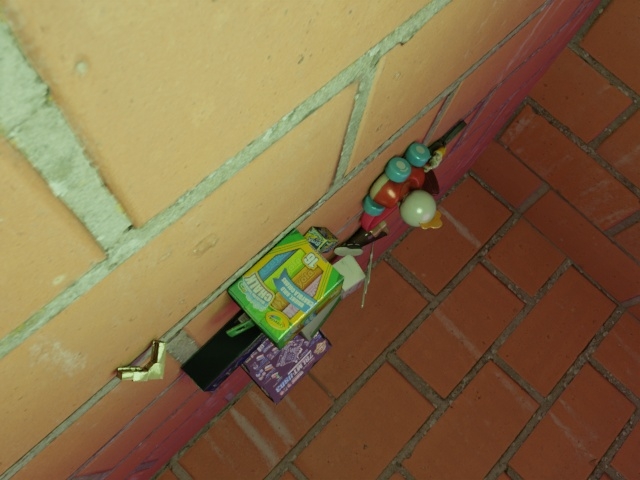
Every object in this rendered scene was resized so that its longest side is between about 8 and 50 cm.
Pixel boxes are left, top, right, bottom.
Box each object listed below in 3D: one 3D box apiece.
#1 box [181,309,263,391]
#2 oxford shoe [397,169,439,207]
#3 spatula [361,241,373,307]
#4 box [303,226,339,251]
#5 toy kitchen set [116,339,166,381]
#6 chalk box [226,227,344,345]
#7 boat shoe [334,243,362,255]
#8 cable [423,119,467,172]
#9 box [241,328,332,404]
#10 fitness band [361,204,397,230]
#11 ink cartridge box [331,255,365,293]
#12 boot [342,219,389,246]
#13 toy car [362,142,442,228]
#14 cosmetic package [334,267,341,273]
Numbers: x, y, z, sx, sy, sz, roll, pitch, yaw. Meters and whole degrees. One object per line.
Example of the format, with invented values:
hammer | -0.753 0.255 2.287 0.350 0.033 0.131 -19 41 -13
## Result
box | -0.268 0.322 1.605 0.261 0.103 0.184 -44 173 -11
oxford shoe | 0.405 -0.218 2.246 0.130 0.123 0.348 -21 -175 31
spatula | 0.184 0.138 2.074 0.242 0.019 0.168 -77 178 -55
box | 0.000 0.000 1.512 0.054 0.059 0.169 -49 170 9
toy kitchen set | -0.366 0.239 1.084 0.083 0.075 0.068 9 175 -38
chalk box | -0.105 0.147 1.328 0.289 0.179 0.180 -43 169 -12
boat shoe | 0.103 0.031 2.043 0.125 0.038 0.046 1 141 -28
cable | 0.449 -0.334 1.976 0.287 0.072 0.139 -39 174 -33
box | -0.136 0.367 1.861 0.295 0.293 0.073 -44 -146 -17
fitness band | 0.249 -0.149 1.979 0.291 0.054 0.209 -41 167 -29
ink cartridge box | 0.030 0.193 2.136 0.283 0.117 0.207 -33 167 -10
boot | 0.175 -0.014 2.193 0.206 0.090 0.248 -34 172 3
toy car | 0.290 -0.130 1.661 0.210 0.238 0.219 -38 168 -36
cosmetic package | -0.048 0.168 1.610 0.197 0.155 0.365 -52 169 -10
